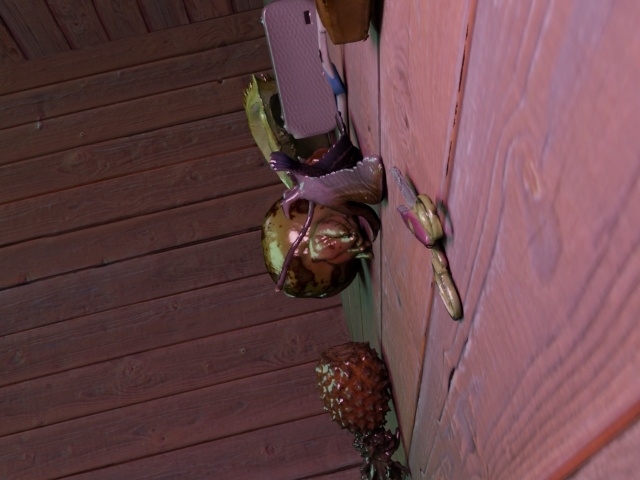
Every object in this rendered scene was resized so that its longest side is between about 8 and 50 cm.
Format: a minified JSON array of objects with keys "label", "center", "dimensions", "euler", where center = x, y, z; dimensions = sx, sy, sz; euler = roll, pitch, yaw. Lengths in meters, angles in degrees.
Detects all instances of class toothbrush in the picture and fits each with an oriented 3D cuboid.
[{"label":"toothbrush","center":[0.021,-0.246,1.157],"dimensions":[0.386,0.040,0.040],"euler":[80,176,-66]}]

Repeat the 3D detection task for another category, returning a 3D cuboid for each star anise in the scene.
[{"label":"star anise","center":[-0.006,-0.043,1.337],"dimensions":[0.148,0.219,0.227],"euler":[19,125,42]}]

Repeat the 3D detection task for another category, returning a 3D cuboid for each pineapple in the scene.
[{"label":"pineapple","center":[0.096,0.411,1.694],"dimensions":[0.175,0.175,0.361],"euler":[-111,8,-75]}]

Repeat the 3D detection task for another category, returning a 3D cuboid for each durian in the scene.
[{"label":"durian","center":[-0.041,-0.201,1.638],"dimensions":[0.394,0.163,0.198],"euler":[66,173,-18]}]

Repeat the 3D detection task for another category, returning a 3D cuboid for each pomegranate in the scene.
[{"label":"pomegranate","center":[-0.015,0.004,1.460],"dimensions":[0.276,0.204,0.221],"euler":[-129,27,-84]}]

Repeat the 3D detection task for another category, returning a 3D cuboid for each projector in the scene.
[{"label":"projector","center":[-0.046,-0.336,1.420],"dimensions":[0.198,0.108,0.250],"euler":[-106,3,-71]}]

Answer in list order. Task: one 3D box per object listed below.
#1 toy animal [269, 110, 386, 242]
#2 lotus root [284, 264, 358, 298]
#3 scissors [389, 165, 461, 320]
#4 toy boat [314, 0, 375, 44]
[{"label":"toy animal","center":[0.019,-0.077,1.127],"dimensions":[0.272,0.160,0.197],"euler":[-93,-10,-59]},{"label":"lotus root","center":[0.017,0.041,1.779],"dimensions":[0.180,0.199,0.188],"euler":[-2,-92,-53]},{"label":"scissors","center":[0.101,-0.013,0.742],"dimensions":[0.187,0.020,0.133],"euler":[-109,2,-60]},{"label":"toy boat","center":[0.022,-0.266,0.704],"dimensions":[0.226,0.068,0.088],"euler":[73,-172,-75]}]
